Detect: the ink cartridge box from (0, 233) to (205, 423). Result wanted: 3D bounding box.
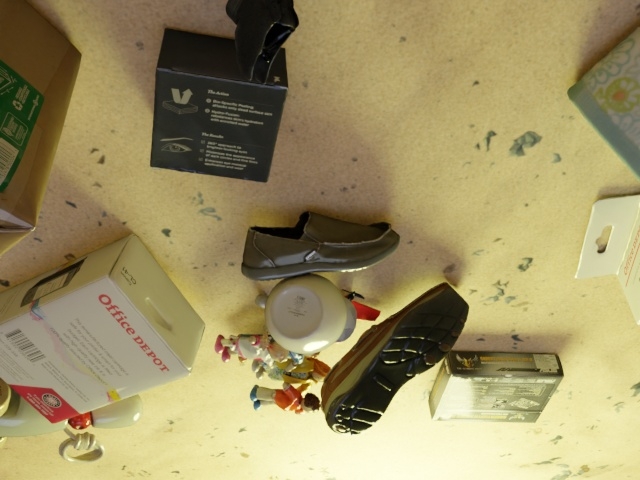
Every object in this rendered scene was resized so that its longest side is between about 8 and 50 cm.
[{"bbox_3d":[-0.380,0.153,1.179,0.306,0.131,0.226,-22,120,18],"label":"ink cartridge box"}]

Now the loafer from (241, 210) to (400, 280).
[{"bbox_3d":[0.000,0.000,1.090,0.251,0.094,0.088,-10,106,-10],"label":"loafer"}]

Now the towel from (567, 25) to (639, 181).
[{"bbox_3d":[0.542,-0.147,0.859,0.374,0.090,0.320,49,121,3],"label":"towel"}]

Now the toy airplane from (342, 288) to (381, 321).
[{"bbox_3d":[0.027,0.138,1.286,0.151,0.028,0.151,0,135,0],"label":"toy airplane"}]

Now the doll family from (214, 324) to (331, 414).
[{"bbox_3d":[-0.067,0.216,1.311,0.163,0.118,0.263,-1,138,24],"label":"doll family"}]

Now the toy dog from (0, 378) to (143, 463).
[{"bbox_3d":[-0.527,0.298,1.366,0.333,0.161,0.220,23,124,-41],"label":"toy dog"}]

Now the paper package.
[{"bbox_3d":[-0.440,-0.099,0.802,0.309,0.325,0.168,-32,130,25],"label":"paper package"}]

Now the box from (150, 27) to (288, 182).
[{"bbox_3d":[-0.131,-0.168,0.911,0.155,0.093,0.158,7,136,-11],"label":"box"}]

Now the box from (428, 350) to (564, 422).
[{"bbox_3d":[0.352,0.301,1.454,0.230,0.056,0.183,2,137,-5],"label":"box"}]

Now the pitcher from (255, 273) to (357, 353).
[{"bbox_3d":[-0.040,0.114,1.154,0.177,0.126,0.207,10,175,12],"label":"pitcher"}]

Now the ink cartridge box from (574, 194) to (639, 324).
[{"bbox_3d":[0.609,0.023,1.133,0.353,0.119,0.207,-6,136,3],"label":"ink cartridge box"}]

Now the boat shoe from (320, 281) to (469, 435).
[{"bbox_3d":[0.114,0.193,1.260,0.324,0.120,0.122,-44,120,1],"label":"boat shoe"}]

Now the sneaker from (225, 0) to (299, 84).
[{"bbox_3d":[-0.047,-0.268,0.798,0.170,0.089,0.051,-46,157,26],"label":"sneaker"}]
